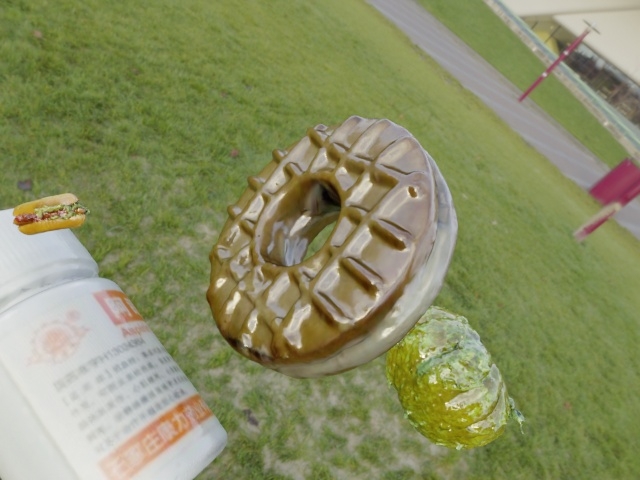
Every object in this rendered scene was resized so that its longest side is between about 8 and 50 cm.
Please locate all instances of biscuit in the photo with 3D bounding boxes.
[{"bbox_3d":[0.000,0.000,0.573,0.103,0.332,0.332,40,24,-42],"label":"biscuit"}]

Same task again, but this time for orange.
[{"bbox_3d":[0.248,0.281,0.988,0.301,0.223,0.300,58,0,-36],"label":"orange"}]

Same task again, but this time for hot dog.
[{"bbox_3d":[-0.273,-0.024,0.481,0.021,0.083,0.037,-56,132,-70],"label":"hot dog"}]

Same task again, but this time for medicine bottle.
[{"bbox_3d":[-0.298,0.159,0.572,0.371,0.211,0.211,50,32,10],"label":"medicine bottle"}]
